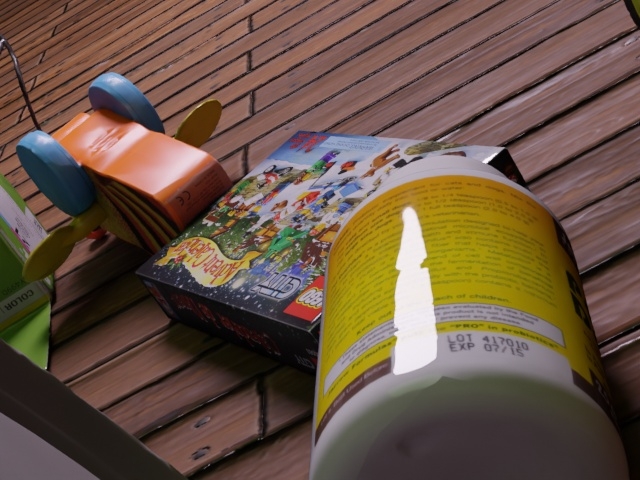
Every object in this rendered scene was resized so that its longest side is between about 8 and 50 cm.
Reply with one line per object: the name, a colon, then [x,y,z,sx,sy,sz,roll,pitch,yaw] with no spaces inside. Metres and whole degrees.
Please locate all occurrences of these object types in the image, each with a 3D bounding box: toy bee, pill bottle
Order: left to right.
toy bee: [-0.161,-0.056,1.015,0.195,0.162,0.298,-27,48,-7]
pill bottle: [0.057,0.046,0.548,0.117,0.117,0.215,-26,25,16]

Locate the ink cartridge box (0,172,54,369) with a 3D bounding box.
ink cartridge box: [-0.308,0.061,0.999,0.189,0.097,0.255,-32,23,1]

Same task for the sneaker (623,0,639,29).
sneaker: [0.321,-0.215,0.764,0.300,0.111,0.121,-44,36,-10]

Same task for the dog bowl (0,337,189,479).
dog bowl: [-0.057,0.124,0.291,0.102,0.349,0.349,-50,26,-5]

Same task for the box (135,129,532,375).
box: [0.000,0.000,0.796,0.159,0.044,0.233,-42,25,-20]
